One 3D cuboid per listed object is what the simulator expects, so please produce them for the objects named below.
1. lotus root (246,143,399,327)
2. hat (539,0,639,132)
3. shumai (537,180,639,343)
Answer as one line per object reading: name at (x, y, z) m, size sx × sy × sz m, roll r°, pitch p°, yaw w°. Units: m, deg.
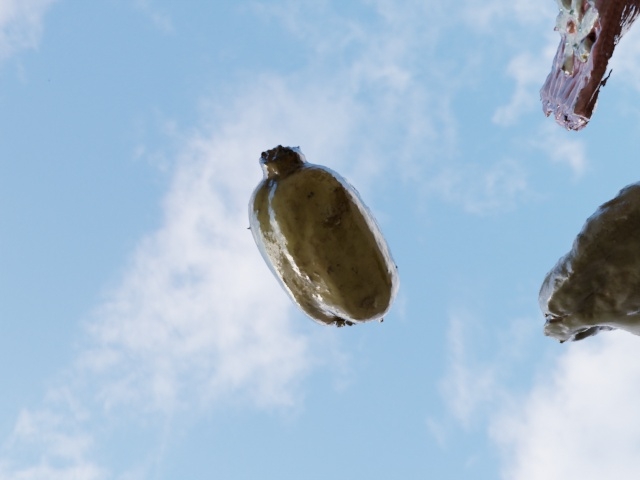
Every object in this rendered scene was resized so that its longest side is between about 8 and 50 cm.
lotus root at (0.000, 0.000, 1.120) m, size 0.160 × 0.146 × 0.284 m, roll -20°, pitch -73°, yaw 21°
hat at (0.293, -0.263, 0.896) m, size 0.107 × 0.236 × 0.286 m, roll 15°, pitch -74°, yaw -1°
shumai at (0.305, 0.040, 0.782) m, size 0.201 × 0.120 × 0.201 m, roll -30°, pitch -36°, yaw -25°
